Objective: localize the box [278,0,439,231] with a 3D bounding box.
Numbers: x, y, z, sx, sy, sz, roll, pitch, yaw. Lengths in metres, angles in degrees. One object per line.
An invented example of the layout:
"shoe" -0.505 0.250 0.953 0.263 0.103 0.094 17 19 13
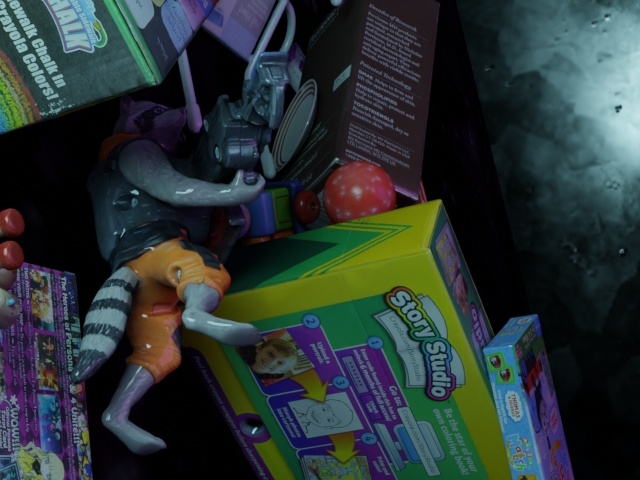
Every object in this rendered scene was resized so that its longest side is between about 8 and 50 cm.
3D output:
"box" 0.056 -0.190 1.494 0.143 0.191 0.381 25 52 -19

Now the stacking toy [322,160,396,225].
"stacking toy" 0.067 0.021 1.345 0.330 0.141 0.141 77 12 -55

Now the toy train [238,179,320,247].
"toy train" -0.070 0.056 1.280 0.143 0.105 0.248 -15 101 -53

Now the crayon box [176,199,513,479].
"crayon box" 0.044 0.158 1.179 0.106 0.313 0.363 -71 142 -54

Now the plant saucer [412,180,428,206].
"plant saucer" 0.104 -0.136 1.839 0.333 0.081 0.332 -33 108 -67

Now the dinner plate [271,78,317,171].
"dinner plate" -0.034 -0.158 1.448 0.017 0.141 0.141 24 45 -17

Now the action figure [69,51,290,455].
"action figure" -0.142 -0.023 0.952 0.341 0.179 0.330 117 -31 -43

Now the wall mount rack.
"wall mount rack" -0.098 -0.265 1.362 0.350 0.130 0.304 28 84 -61

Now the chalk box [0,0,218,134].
"chalk box" -0.203 -0.214 0.816 0.179 0.289 0.180 -72 143 -54

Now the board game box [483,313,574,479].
"board game box" 0.234 0.201 1.142 0.160 0.039 0.211 -22 100 -68

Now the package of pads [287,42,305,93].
"package of pads" -0.034 -0.266 1.635 0.083 0.032 0.050 54 31 -45

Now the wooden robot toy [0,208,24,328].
"wooden robot toy" -0.243 0.024 0.765 0.079 0.076 0.173 52 31 -65

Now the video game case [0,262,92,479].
"video game case" -0.260 0.125 0.808 0.210 0.042 0.232 22 57 -64
